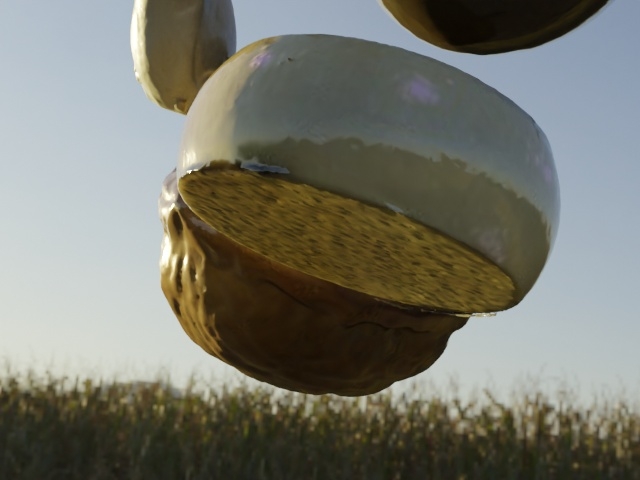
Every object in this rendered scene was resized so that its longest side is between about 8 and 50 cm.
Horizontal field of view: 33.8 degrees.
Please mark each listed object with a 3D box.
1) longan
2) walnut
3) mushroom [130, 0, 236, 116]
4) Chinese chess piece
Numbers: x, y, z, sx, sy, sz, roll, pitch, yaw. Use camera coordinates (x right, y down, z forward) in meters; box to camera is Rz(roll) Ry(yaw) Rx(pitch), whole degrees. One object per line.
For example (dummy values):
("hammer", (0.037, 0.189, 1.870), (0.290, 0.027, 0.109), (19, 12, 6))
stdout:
("longan", (0.180, -0.302, 1.006), (0.300, 0.243, 0.300), (-11, 7, 1))
("walnut", (-0.002, -0.002, 1.034), (0.306, 0.306, 0.344), (-6, -16, 43))
("mushroom", (-0.141, -0.255, 1.020), (0.097, 0.109, 0.351), (24, -42, 27))
("Chinese chess piece", (0.031, -0.036, 0.685), (0.250, 0.097, 0.251), (17, -15, 5))
